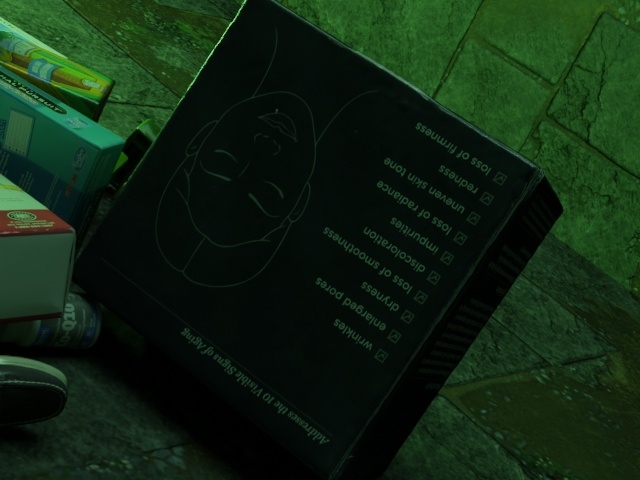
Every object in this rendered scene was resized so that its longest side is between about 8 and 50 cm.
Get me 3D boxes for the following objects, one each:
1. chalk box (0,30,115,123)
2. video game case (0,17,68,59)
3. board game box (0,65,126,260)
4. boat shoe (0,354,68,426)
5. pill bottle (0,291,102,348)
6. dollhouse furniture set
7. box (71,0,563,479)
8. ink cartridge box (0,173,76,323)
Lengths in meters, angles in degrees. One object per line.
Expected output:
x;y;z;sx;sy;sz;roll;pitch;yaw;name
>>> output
-0.534;-0.243;2.007;0.288;0.179;0.180;23;21;-10;chalk box
-0.686;-0.393;2.337;0.244;0.061;0.269;31;21;11;video game case
-0.479;-0.113;1.667;0.336;0.254;0.079;31;20;9;board game box
-0.413;0.188;1.275;0.285;0.103;0.092;7;34;-35;boat shoe
-0.369;0.105;1.539;0.137;0.078;0.078;7;29;-43;pill bottle
-0.273;-0.027;1.985;0.301;0.151;0.197;43;41;-6;dollhouse furniture set
0.000;0.000;1.598;0.480;0.472;0.297;36;3;19;box
-0.483;-0.005;1.460;0.226;0.131;0.306;-5;22;-39;ink cartridge box
